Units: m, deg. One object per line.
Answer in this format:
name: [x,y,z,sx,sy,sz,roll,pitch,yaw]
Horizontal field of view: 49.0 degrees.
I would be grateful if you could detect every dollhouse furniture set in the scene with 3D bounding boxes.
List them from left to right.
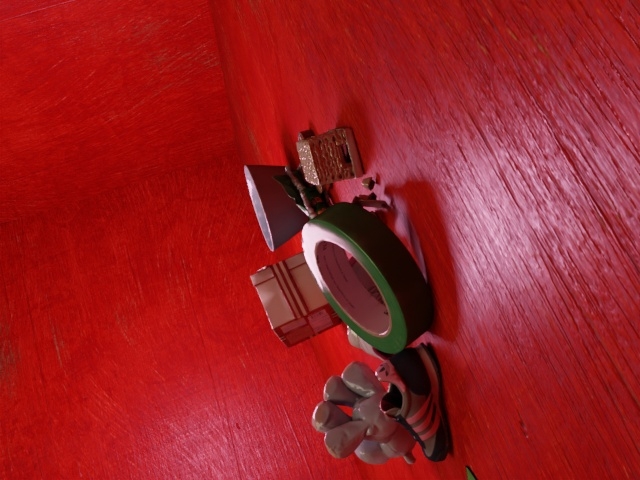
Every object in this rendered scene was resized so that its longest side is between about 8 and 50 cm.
dollhouse furniture set: [0.130,-0.061,1.445,0.081,0.091,0.114,6,150,37]

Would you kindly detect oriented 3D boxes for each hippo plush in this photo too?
hippo plush: [0.148,0.456,1.829,0.236,0.294,0.234,46,-156,-44]

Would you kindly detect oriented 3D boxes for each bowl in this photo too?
bowl: [-0.140,-0.134,2.419,0.311,0.163,0.311,161,90,-81]

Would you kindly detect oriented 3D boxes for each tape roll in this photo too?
tape roll: [0.089,0.077,1.424,0.321,0.077,0.321,45,156,26]

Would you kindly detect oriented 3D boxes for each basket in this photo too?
basket: [0.016,-0.185,1.568,0.167,0.103,0.113,-145,39,-77]

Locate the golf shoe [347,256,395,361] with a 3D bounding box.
golf shoe: [0.128,0.161,1.658,0.140,0.115,0.306,38,150,43]

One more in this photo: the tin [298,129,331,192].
tin: [-0.015,-0.217,1.914,0.106,0.040,0.189,98,153,-62]

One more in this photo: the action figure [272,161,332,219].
action figure: [-0.022,-0.123,1.956,0.232,0.137,0.063,57,152,29]

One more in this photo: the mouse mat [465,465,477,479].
mouse mat: [0.343,0.575,1.447,0.152,0.007,0.189,-125,20,-60]

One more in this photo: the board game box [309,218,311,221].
board game box: [0.000,0.000,2.285,0.186,0.026,0.126,80,167,-44]

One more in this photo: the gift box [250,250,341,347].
gift box: [-0.082,0.183,2.457,0.276,0.255,0.258,75,170,-60]

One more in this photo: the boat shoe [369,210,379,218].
boat shoe: [0.119,0.025,1.512,0.064,0.060,0.178,102,149,-72]

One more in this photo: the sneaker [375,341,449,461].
sneaker: [0.194,0.365,1.516,0.112,0.131,0.319,-126,19,-61]
